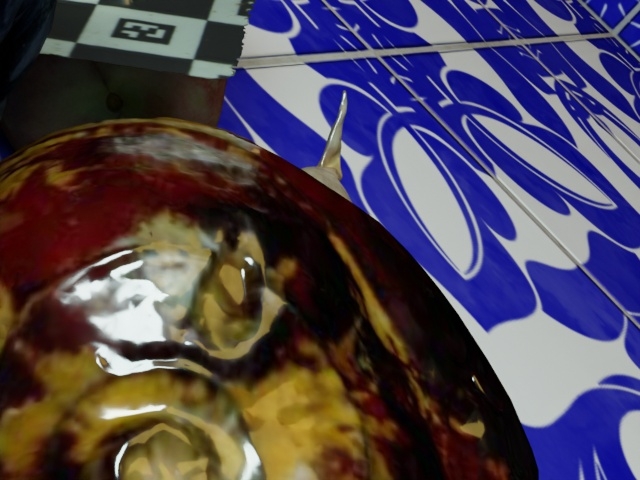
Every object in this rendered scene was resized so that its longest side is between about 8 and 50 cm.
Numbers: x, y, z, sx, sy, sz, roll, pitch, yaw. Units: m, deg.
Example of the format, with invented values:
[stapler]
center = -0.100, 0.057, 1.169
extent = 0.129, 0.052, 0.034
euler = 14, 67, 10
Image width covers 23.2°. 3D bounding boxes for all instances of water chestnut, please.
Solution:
[water chestnut]
center = -0.064, 0.096, 0.602
extent = 0.289, 0.244, 0.289
euler = 41, 34, -36

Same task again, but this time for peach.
[peach]
center = -0.135, -0.110, 0.987
extent = 0.152, 0.152, 0.152
euler = 34, 24, -18

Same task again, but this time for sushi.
[sushi]
center = -0.200, -0.214, 0.945
extent = 0.343, 0.064, 0.359
euler = 8, 27, -1

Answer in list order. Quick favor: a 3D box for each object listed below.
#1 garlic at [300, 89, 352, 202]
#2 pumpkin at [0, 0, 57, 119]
[garlic]
center = -0.003, 0.002, 1.003
extent = 0.090, 0.129, 0.198
euler = 21, 30, -9
[pumpkin]
center = -0.233, -0.099, 0.526
extent = 0.266, 0.363, 0.363
euler = 34, 24, -3
